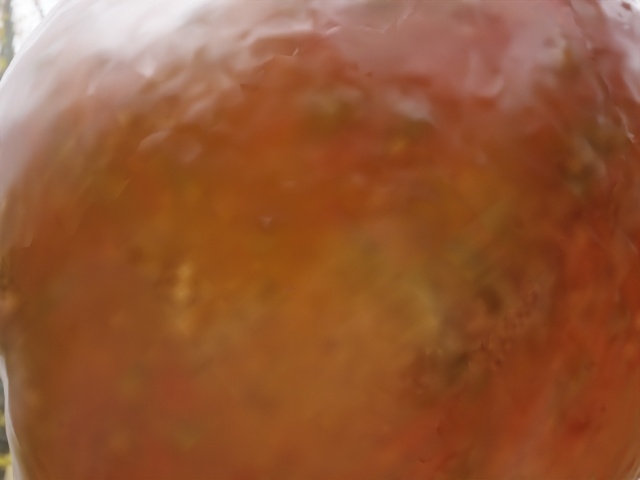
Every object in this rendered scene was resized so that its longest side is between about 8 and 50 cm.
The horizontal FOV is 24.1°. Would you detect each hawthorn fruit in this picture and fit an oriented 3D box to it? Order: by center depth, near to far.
[{"bbox_3d":[0.000,0.000,0.512,0.284,0.284,0.284,3,-35,2],"label":"hawthorn fruit"}]
